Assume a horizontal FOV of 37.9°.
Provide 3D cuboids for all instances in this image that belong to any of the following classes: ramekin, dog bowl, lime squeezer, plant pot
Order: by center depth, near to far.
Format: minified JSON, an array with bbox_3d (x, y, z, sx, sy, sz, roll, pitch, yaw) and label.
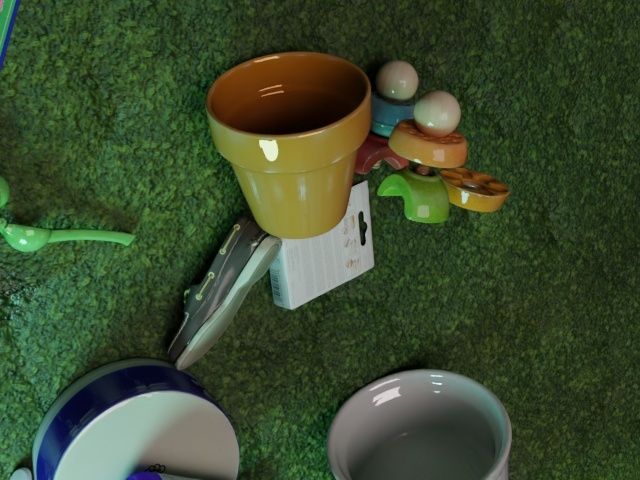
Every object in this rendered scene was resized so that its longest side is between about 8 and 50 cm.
[{"bbox_3d":[-0.357,-0.057,1.108,0.110,0.059,0.310,-47,123,-7],"label":"lime squeezer"},{"bbox_3d":[-0.033,-0.112,1.203,0.205,0.205,0.188,-24,132,-21],"label":"plant pot"},{"bbox_3d":[-0.247,0.300,1.269,0.264,0.104,0.265,-11,112,-27],"label":"dog bowl"},{"bbox_3d":[0.156,0.338,1.420,0.277,0.277,0.135,-28,127,-19],"label":"ramekin"}]

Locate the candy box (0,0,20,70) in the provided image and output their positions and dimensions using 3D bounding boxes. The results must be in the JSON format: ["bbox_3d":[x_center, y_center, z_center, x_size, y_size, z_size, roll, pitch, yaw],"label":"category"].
[{"bbox_3d":[-0.366,-0.288,0.893,0.122,0.268,0.317,11,102,-36],"label":"candy box"}]

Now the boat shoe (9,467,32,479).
[{"bbox_3d":[-0.397,0.348,1.246,0.035,0.035,0.100,0,105,-58],"label":"boat shoe"}]

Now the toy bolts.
[{"bbox_3d":[0.150,-0.146,1.266,0.218,0.228,0.159,-4,119,-35],"label":"toy bolts"}]

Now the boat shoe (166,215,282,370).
[{"bbox_3d":[-0.143,0.072,1.272,0.228,0.068,0.081,-54,168,6],"label":"boat shoe"}]

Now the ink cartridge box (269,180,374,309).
[{"bbox_3d":[0.000,0.000,1.355,0.179,0.045,0.146,-26,119,-40],"label":"ink cartridge box"}]

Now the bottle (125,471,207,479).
[{"bbox_3d":[-0.138,0.383,1.241,0.282,0.092,0.118,18,98,-33],"label":"bottle"}]
